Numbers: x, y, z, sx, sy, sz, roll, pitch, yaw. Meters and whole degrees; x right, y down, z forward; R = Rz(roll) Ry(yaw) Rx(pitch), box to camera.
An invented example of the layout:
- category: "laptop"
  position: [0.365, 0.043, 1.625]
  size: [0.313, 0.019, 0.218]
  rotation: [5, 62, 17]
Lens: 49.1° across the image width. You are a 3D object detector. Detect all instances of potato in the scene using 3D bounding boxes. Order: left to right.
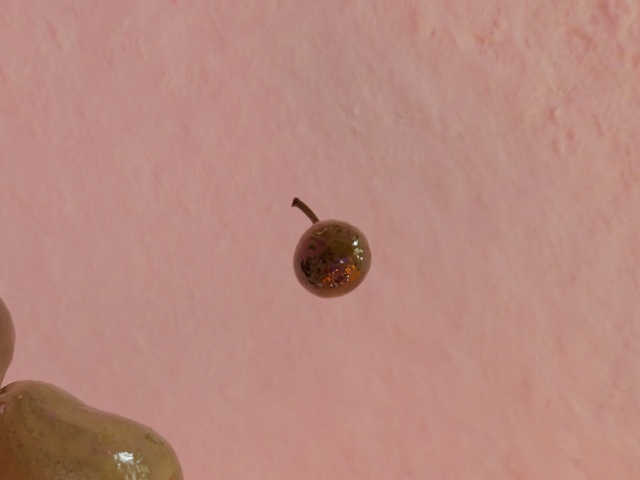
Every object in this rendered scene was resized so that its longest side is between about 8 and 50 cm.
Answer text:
- category: "potato"
  position: [-0.221, 0.205, 0.618]
  size: [0.157, 0.157, 0.194]
  rotation: [-43, 101, -14]

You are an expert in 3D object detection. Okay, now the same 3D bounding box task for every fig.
- category: "fig"
  position: [0.000, 0.000, 1.121]
  size: [0.124, 0.236, 0.124]
  rotation: [-9, 121, -15]

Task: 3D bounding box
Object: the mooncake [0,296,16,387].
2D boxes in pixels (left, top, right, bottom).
- category: "mooncake"
  position: [-0.612, 0.134, 0.904]
  size: [0.378, 0.201, 0.378]
  rotation: [1, 44, -1]
